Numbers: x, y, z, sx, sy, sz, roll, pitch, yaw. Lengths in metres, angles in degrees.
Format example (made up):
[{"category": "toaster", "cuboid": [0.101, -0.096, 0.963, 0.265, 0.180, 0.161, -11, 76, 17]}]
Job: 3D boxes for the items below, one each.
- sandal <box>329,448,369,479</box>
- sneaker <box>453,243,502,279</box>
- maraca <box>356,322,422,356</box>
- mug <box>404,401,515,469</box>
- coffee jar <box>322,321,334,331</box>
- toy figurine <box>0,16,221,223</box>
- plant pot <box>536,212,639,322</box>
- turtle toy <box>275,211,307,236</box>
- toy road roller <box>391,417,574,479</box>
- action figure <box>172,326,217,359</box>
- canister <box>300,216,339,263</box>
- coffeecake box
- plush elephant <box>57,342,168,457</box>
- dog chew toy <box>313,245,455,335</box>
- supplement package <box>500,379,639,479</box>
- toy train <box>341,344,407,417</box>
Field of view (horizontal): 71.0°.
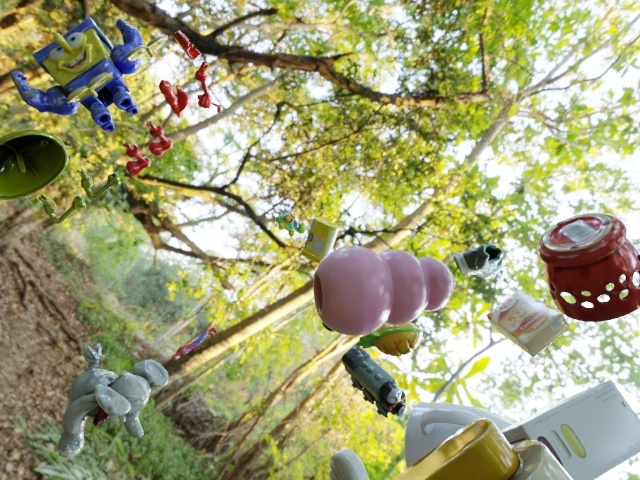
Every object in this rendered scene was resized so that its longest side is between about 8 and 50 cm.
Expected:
[{"category": "sandal", "cuboid": [0.089, 0.656, 1.058, 0.169, 0.102, 0.415, -132, -143, -50]}, {"category": "sneaker", "cuboid": [0.353, 0.041, 0.944, 0.076, 0.167, 0.064, -35, -115, 38]}, {"category": "maraca", "cuboid": [0.194, 0.273, 1.252, 0.127, 0.186, 0.099, 101, -17, -53]}, {"category": "mug", "cuboid": [0.460, 0.647, 1.439, 0.328, 0.276, 0.374, -10, -51, 36]}, {"category": "coffee jar", "cuboid": [0.055, 0.234, 1.621, 0.079, 0.096, 0.184, 38, -41, 44]}, {"category": "toy figurine", "cuboid": [-0.371, -0.229, 0.711, 0.217, 0.363, 0.191, 52, -3, 22]}, {"category": "plant pot", "cuboid": [0.568, 0.050, 0.954, 0.174, 0.191, 0.191, 54, -25, -18]}, {"category": "turtle toy", "cuboid": [-0.111, -0.062, 1.715, 0.130, 0.066, 0.095, 35, 12, -28]}, {"category": "toy road roller", "cuboid": [0.107, 0.330, 0.428, 0.202, 0.330, 0.240, 53, 3, 17]}, {"category": "action figure", "cuboid": [-0.289, 0.239, 1.026, 0.038, 0.115, 0.030, -39, -99, 46]}, {"category": "canister", "cuboid": [0.000, 0.000, 1.889, 0.126, 0.073, 0.169, 26, -72, 23]}, {"category": "coffeecake box", "cuboid": [0.624, 0.246, 1.366, 0.068, 0.142, 0.185, 53, -3, -23]}, {"category": "plush elephant", "cuboid": [-0.620, 0.491, 1.378, 0.256, 0.272, 0.329, 10, -75, 28]}, {"category": "dog chew toy", "cuboid": [0.156, 0.110, 1.049, 0.207, 0.332, 0.206, 177, -90, -78]}, {"category": "supplement package", "cuboid": [0.540, 0.449, 1.000, 0.204, 0.262, 0.145, 103, -35, -57]}, {"category": "toy train", "cuboid": [0.217, 0.575, 1.840, 0.334, 0.142, 0.190, 34, -27, 51]}]
